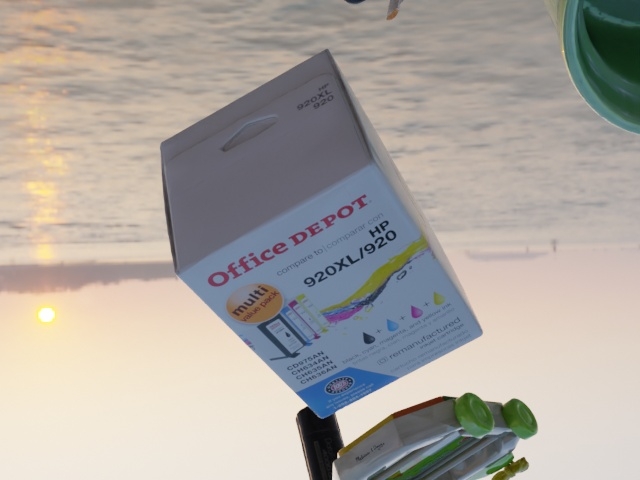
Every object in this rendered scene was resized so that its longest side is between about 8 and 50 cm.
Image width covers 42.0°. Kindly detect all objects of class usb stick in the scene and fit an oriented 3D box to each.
[{"bbox_3d":[0.013,0.394,1.465,0.077,0.045,0.278,-8,-146,-8],"label":"usb stick"}]

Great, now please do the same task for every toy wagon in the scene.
[{"bbox_3d":[0.168,0.300,1.149,0.267,0.068,0.344,-41,145,27],"label":"toy wagon"}]

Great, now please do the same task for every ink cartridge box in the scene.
[{"bbox_3d":[0.000,0.000,0.710,0.171,0.168,0.232,-29,132,10],"label":"ink cartridge box"}]

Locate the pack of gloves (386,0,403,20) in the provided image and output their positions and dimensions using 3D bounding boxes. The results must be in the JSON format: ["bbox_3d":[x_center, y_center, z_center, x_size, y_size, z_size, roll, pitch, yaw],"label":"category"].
[{"bbox_3d":[0.177,-0.444,1.182,0.046,0.232,0.195,21,157,-20],"label":"pack of gloves"}]

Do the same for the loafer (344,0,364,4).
[{"bbox_3d":[0.057,-0.467,1.292,0.080,0.220,0.078,-5,173,16],"label":"loafer"}]

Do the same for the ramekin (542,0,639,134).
[{"bbox_3d":[0.326,-0.247,0.693,0.303,0.148,0.303,-6,137,-6],"label":"ramekin"}]
